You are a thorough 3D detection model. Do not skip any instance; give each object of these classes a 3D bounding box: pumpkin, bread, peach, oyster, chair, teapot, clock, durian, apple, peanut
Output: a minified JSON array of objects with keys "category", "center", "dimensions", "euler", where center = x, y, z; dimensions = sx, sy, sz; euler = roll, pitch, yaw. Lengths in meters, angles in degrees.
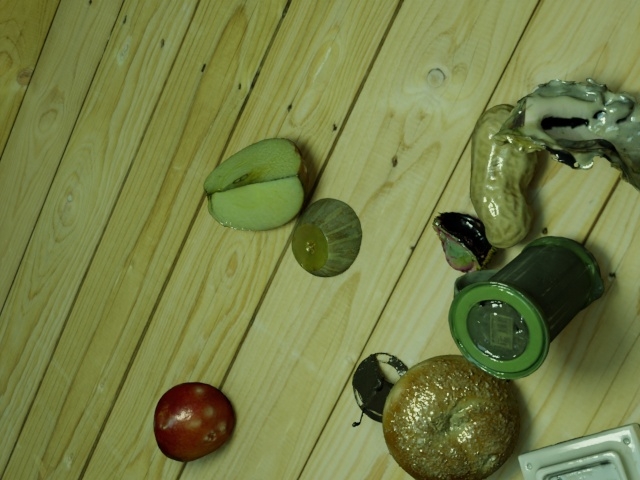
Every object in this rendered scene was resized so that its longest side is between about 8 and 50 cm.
[{"category":"pumpkin","center":[-0.005,-0.006,1.987],"dimensions":[0.217,0.110,0.217],"euler":[0,89,33]},{"category":"bread","center":[0.285,0.395,1.642],"dimensions":[0.306,0.159,0.305],"euler":[0,86,5]},{"category":"peach","center":[-0.363,0.505,2.096],"dimensions":[0.199,0.243,0.243],"euler":[41,108,38]},{"category":"oyster","center":[0.539,-0.216,1.563],"dimensions":[0.351,0.114,0.237],"euler":[4,58,8]},{"category":"chair","center":[0.155,0.381,1.834],"dimensions":[0.174,0.149,0.213],"euler":[-61,14,16]},{"category":"teapot","center":[0.406,0.113,1.539],"dimensions":[0.270,0.337,0.200],"euler":[10,115,38]},{"category":"clock","center":[0.550,0.515,1.519],"dimensions":[0.262,0.116,0.231],"euler":[-26,69,29]},{"category":"durian","center":[0.341,0.015,1.756],"dimensions":[0.186,0.119,0.108],"euler":[45,147,34]},{"category":"apple","center":[-0.161,-0.155,2.067],"dimensions":[0.346,0.179,0.254],"euler":[-12,90,32]},{"category":"peanut","center":[0.410,-0.143,1.687],"dimensions":[0.153,0.140,0.325],"euler":[-5,83,18]}]
